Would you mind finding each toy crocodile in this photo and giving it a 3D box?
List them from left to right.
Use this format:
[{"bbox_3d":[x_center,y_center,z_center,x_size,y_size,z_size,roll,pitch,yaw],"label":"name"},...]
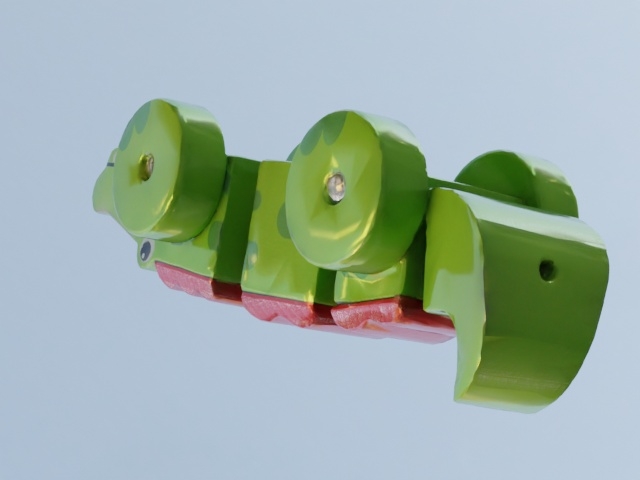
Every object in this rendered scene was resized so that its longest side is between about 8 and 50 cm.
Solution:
[{"bbox_3d":[0.000,0.000,0.798,0.115,0.340,0.105,12,-91,-38],"label":"toy crocodile"}]
